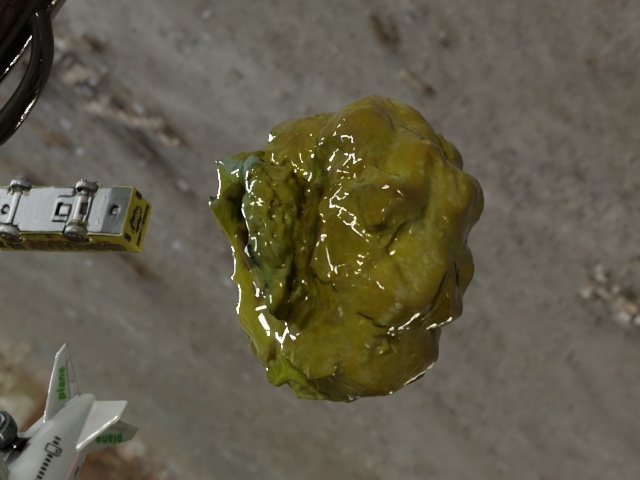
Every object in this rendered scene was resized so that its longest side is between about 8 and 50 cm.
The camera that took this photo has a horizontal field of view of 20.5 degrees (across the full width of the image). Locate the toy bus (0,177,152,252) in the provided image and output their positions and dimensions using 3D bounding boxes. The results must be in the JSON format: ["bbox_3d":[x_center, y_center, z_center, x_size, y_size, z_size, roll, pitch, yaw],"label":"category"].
[{"bbox_3d":[-0.322,-0.031,2.212,0.226,0.081,0.074,-1,157,27],"label":"toy bus"}]

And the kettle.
[{"bbox_3d":[-0.355,-0.219,1.892,0.202,0.232,0.144,49,-150,19],"label":"kettle"}]

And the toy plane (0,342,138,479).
[{"bbox_3d":[-0.246,0.218,1.447,0.101,0.255,0.251,0,137,40],"label":"toy plane"}]

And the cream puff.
[{"bbox_3d":[0.000,0.002,1.476,0.185,0.282,0.282,21,178,-36],"label":"cream puff"}]
